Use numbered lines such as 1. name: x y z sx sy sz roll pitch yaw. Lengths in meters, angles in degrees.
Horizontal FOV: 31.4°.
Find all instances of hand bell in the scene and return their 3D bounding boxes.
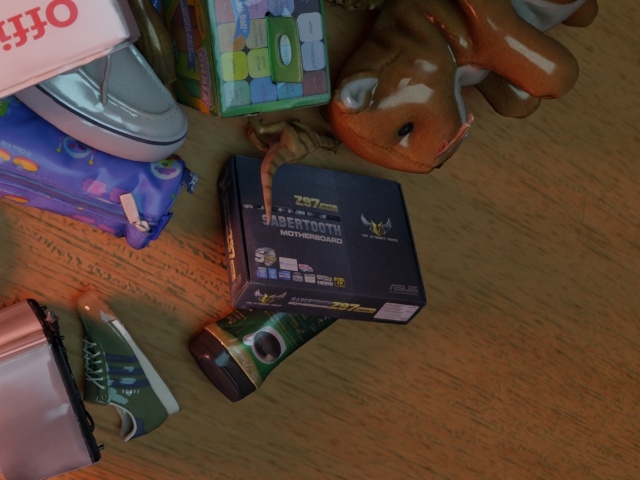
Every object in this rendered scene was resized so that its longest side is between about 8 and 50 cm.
1. hand bell: -0.205 -0.285 1.233 0.126 0.126 0.242 -27 112 -16

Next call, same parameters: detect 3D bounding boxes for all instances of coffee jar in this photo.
1. coffee jar: -0.067 0.108 1.391 0.184 0.079 0.096 -40 116 -13

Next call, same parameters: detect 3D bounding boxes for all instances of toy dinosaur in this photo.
1. toy dinosaur: -0.042 -0.108 1.325 0.211 0.112 0.064 -37 156 -53

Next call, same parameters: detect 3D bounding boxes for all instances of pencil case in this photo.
1. pencil case: -0.293 -0.084 1.229 0.306 0.133 0.119 22 113 -24

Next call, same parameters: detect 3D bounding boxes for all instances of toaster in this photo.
1. toaster: -0.323 0.157 1.242 0.110 0.168 0.185 -21 108 -17

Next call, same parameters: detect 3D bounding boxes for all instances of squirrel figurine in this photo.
1. squirrel figurine: 0.119 -0.286 1.331 0.370 0.281 0.397 -43 100 1

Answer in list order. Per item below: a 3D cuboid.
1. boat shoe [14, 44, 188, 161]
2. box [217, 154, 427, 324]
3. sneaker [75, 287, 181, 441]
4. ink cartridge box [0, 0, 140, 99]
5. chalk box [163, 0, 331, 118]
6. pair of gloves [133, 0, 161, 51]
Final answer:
1. boat shoe: -0.265 -0.236 1.167 0.367 0.136 0.156 39 126 -12
2. box: 0.000 0.000 1.353 0.233 0.183 0.059 9 142 -24
3. sneaker: -0.245 0.155 1.331 0.086 0.064 0.192 -39 116 -17
4. ink cartridge box: -0.362 -0.302 0.981 0.285 0.166 0.395 -22 102 0
5. chalk box: -0.074 -0.208 1.227 0.132 0.213 0.132 -10 105 -20
6. pair of gloves: -0.172 -0.240 1.310 0.198 0.023 0.159 -10 105 -21
